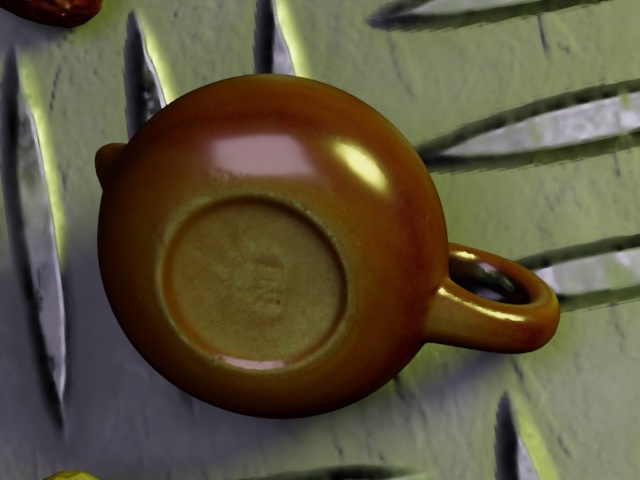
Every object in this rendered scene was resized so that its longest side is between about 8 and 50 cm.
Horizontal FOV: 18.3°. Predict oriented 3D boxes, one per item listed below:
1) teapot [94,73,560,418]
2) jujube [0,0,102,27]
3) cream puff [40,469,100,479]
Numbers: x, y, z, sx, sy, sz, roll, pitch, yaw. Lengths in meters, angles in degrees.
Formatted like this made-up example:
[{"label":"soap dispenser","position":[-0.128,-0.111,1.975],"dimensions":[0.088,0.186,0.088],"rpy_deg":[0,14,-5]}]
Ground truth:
[{"label":"teapot","position":[0.000,0.000,1.007],"dimensions":[0.252,0.135,0.178],"rpy_deg":[16,120,3]},{"label":"jujube","position":[-0.173,-0.170,1.108],"dimensions":[0.129,0.077,0.077],"rpy_deg":[38,94,-7]},{"label":"cream puff","position":[-0.161,0.225,0.989],"dimensions":[0.221,0.194,0.195],"rpy_deg":[-32,72,15]}]
